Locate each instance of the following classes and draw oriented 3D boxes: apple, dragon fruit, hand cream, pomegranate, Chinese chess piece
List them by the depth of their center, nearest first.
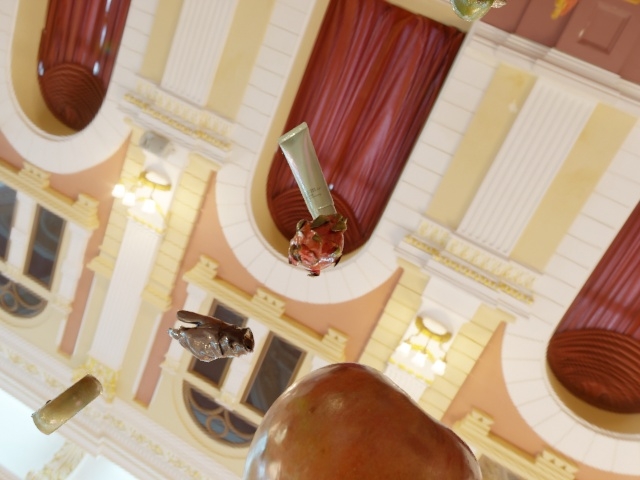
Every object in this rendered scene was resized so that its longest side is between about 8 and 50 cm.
[{"bbox_3d":[0.041,0.267,0.588,0.253,0.253,0.253,20,-159,-8],"label":"apple"},{"bbox_3d":[-0.308,0.198,0.660,0.034,0.084,0.084,53,-158,-4],"label":"Chinese chess piece"},{"bbox_3d":[0.237,-0.375,0.820,0.084,0.073,0.073,-27,-134,-24],"label":"pomegranate"},{"bbox_3d":[-0.001,-0.001,0.833,0.081,0.086,0.116,55,-142,-21],"label":"dragon fruit"},{"bbox_3d":[-0.021,-0.126,1.069,0.050,0.078,0.205,-14,-99,-55],"label":"hand cream"}]

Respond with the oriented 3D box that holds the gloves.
[{"bbox_3d":[-0.309,0.260,1.483,0.285,0.142,0.119,0,-164,34],"label":"gloves"}]
